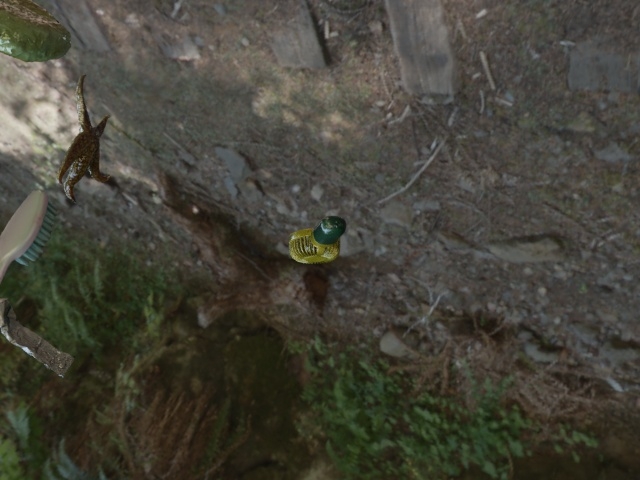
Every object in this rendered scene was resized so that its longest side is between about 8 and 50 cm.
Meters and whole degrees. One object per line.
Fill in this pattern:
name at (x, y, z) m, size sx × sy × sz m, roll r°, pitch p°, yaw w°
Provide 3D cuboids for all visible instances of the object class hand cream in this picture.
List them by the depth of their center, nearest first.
hand cream at (-0.678, 0.212, 1.430) m, size 0.050 × 0.084 × 0.257 m, roll -39°, pitch 105°, yaw 11°

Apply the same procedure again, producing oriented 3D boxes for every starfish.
starfish at (-0.444, -0.188, 1.174) m, size 0.056 × 0.213 × 0.238 m, roll 10°, pitch 112°, yaw -1°

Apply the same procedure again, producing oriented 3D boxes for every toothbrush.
toothbrush at (-0.209, 0.093, 0.349) m, size 0.021 × 0.269 × 0.027 m, roll 8°, pitch 159°, yaw 26°

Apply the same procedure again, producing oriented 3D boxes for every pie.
pie at (-0.620, -0.434, 1.148) m, size 0.323 × 0.323 × 0.071 m, roll 32°, pitch 107°, yaw -1°

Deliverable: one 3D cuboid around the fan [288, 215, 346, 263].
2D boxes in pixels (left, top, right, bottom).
fan at (0.000, 0.000, 0.943) m, size 0.082 × 0.039 × 0.155 m, roll 3°, pitch 162°, yaw -14°
